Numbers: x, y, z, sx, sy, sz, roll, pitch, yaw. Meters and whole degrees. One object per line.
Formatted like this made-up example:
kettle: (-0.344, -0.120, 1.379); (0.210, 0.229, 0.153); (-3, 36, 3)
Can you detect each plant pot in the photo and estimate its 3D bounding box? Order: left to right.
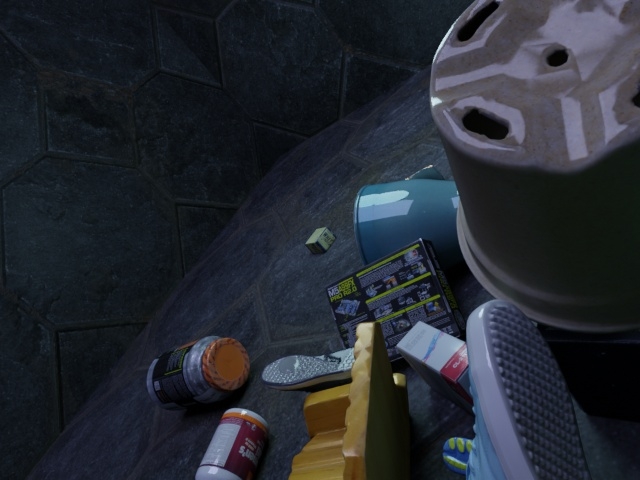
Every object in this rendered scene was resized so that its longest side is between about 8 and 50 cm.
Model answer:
plant pot: (0.256, -0.033, 1.150); (0.255, 0.272, 0.272); (-12, 34, 29)
plant pot: (0.268, -0.099, 0.495); (0.333, 0.305, 0.334); (-14, 61, 28)

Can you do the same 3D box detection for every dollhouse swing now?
dollhouse swing: (0.002, 0.343, 0.737); (0.315, 0.305, 0.347); (-21, 29, 23)

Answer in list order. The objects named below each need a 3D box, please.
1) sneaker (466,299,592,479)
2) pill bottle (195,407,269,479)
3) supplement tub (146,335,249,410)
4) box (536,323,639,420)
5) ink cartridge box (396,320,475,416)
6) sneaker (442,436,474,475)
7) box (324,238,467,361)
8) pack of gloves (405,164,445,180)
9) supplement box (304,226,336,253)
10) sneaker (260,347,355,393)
sneaker: (0.219, 0.260, 0.557); (0.150, 0.135, 0.366); (-30, 67, 49)
pill bottle: (-0.206, 0.506, 1.060); (0.121, 0.121, 0.221); (-27, 26, 34)
supplement tub: (-0.374, 0.407, 1.444); (0.316, 0.193, 0.194); (-25, 27, 38)
box: (0.510, 0.062, 0.606); (0.343, 0.179, 0.313); (-13, 34, 51)
ink cartridge box: (0.233, 0.228, 0.829); (0.072, 0.127, 0.175); (-45, 22, -12)
sneaker: (0.270, 0.321, 0.665); (0.188, 0.078, 0.067); (1, 75, 42)
box: (0.157, 0.149, 1.032); (0.270, 0.060, 0.216); (-30, 67, 28)
pack of gloves: (0.366, -0.136, 1.212); (0.195, 0.232, 0.046); (-29, 49, 34)
supplement box: (0.000, 0.000, 1.774); (0.083, 0.056, 0.083); (-10, 37, 54)
sneaker: (-0.001, 0.317, 0.990); (0.226, 0.164, 0.086); (-9, 33, 11)
